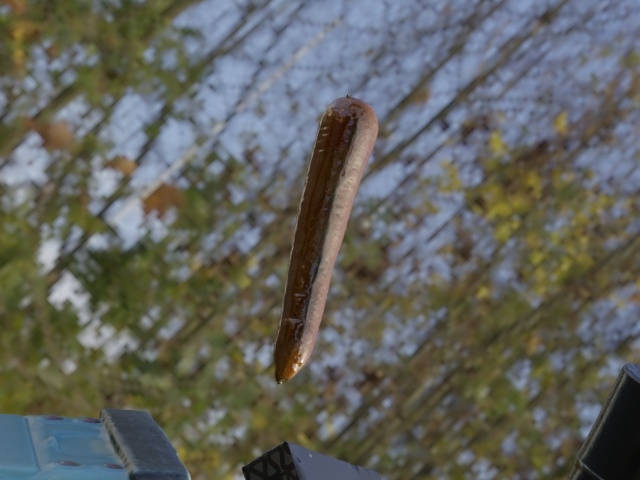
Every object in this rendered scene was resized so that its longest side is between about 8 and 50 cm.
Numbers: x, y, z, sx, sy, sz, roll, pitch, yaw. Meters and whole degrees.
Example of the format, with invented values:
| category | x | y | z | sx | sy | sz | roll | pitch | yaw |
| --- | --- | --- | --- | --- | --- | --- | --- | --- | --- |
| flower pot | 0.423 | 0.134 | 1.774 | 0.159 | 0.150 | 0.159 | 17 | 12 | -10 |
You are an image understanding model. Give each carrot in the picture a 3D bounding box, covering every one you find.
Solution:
| category | x | y | z | sx | sy | sz | roll | pitch | yaw |
| --- | --- | --- | --- | --- | --- | --- | --- | --- | --- |
| carrot | 0.000 | 0.000 | 1.041 | 0.037 | 0.190 | 0.037 | 13 | -18 | 4 |

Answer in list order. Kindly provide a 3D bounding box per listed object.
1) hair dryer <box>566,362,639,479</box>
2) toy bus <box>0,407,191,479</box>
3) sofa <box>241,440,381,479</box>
| category | x | y | z | sx | sy | sz | roll | pitch | yaw |
| --- | --- | --- | --- | --- | --- | --- | --- | --- | --- |
| hair dryer | 0.214 | 0.154 | 0.793 | 0.219 | 0.124 | 0.071 | 22 | 11 | 2 |
| toy bus | -0.136 | 0.200 | 0.615 | 0.165 | 0.271 | 0.133 | 6 | 3 | -13 |
| sofa | 0.004 | 0.169 | 1.077 | 0.118 | 0.039 | 0.060 | 28 | 33 | -55 |
